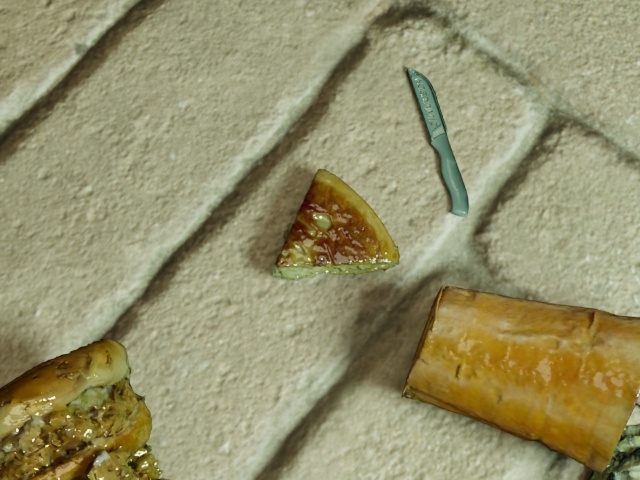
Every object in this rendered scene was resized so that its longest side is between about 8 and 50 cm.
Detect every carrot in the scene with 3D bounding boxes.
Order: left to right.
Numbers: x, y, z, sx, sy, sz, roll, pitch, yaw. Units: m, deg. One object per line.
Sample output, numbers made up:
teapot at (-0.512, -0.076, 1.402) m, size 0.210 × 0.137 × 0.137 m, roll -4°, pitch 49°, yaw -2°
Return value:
carrot at (0.236, 0.134, 1.639) m, size 0.254 × 0.196 × 0.196 m, roll 20°, pitch 70°, yaw 9°

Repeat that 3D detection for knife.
knife at (0.148, -0.125, 1.815) m, size 0.028 × 0.015 × 0.210 m, roll -15°, pitch 71°, yaw -4°

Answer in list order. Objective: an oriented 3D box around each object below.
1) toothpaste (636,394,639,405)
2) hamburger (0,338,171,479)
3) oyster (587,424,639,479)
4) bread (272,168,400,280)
toothpaste at (0.434, 0.206, 1.707) m, size 0.194 × 0.043 × 0.067 m, roll 40°, pitch 77°, yaw 16°
hamburger at (-0.274, 0.238, 1.547) m, size 0.245 × 0.260 × 0.211 m, roll -27°, pitch 89°, yaw 31°
oyster at (0.338, 0.323, 1.646) m, size 0.252 × 0.087 × 0.199 m, roll -20°, pitch 73°, yaw -24°
bread at (0.009, -0.022, 1.746) m, size 0.154 × 0.054 × 0.136 m, roll -5°, pitch 72°, yaw -12°
